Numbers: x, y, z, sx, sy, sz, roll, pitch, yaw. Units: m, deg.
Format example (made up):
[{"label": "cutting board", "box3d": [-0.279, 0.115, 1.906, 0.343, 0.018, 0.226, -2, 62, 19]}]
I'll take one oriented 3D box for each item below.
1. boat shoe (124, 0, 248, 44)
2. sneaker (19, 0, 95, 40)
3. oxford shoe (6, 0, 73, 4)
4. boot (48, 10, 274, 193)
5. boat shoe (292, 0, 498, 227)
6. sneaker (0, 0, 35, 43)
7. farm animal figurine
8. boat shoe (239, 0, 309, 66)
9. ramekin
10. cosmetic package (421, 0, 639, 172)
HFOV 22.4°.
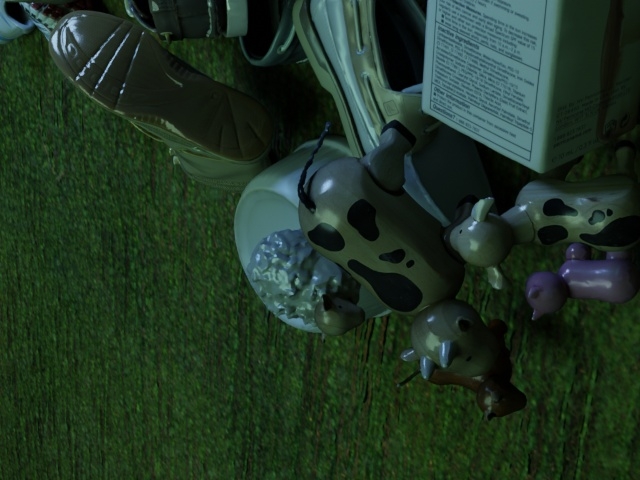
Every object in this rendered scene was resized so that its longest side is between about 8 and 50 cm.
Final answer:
[{"label": "boat shoe", "box3d": [-0.153, -0.265, 1.678, 0.324, 0.097, 0.116, -134, 37, -68]}, {"label": "sneaker", "box3d": [-0.312, -0.254, 1.997, 0.225, 0.088, 0.092, 50, 145, 19]}, {"label": "oxford shoe", "box3d": [-0.250, -0.365, 1.790, 0.140, 0.146, 0.397, 58, 146, 8]}, {"label": "boot", "box3d": [-0.167, -0.144, 1.768, 0.262, 0.095, 0.203, 26, 171, 5]}, {"label": "boat shoe", "box3d": [0.086, -0.125, 1.534, 0.103, 0.113, 0.302, -30, 93, 50]}, {"label": "sneaker", "box3d": [-0.419, -0.351, 2.104, 0.083, 0.071, 0.190, 0, 120, 46]}, {"label": "farm animal figurine", "box3d": [0.114, 0.023, 1.428, 0.327, 0.172, 0.330, 30, 130, 2]}, {"label": "boat shoe", "box3d": [-0.031, -0.313, 1.578, 0.116, 0.099, 0.319, 34, 136, 37]}, {"label": "ramekin", "box3d": [0.000, 0.000, 1.730, 0.207, 0.109, 0.207, 30, 133, 39]}, {"label": "cosmetic package", "box3d": [0.183, -0.226, 1.327, 0.153, 0.129, 0.296, 35, 137, 38]}]
